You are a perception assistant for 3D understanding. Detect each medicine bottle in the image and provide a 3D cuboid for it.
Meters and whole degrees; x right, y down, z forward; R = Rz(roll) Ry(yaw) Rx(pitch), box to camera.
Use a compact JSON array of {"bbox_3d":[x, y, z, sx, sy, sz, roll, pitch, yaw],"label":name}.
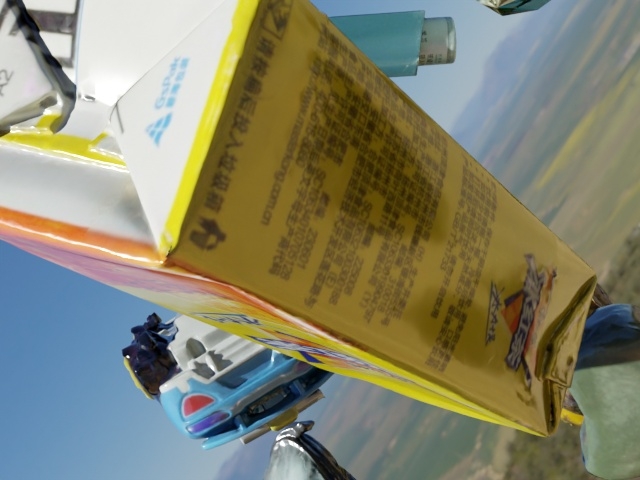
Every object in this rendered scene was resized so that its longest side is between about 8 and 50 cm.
[{"bbox_3d":[0.047,-0.271,1.453,0.079,0.258,0.124,88,-179,-68],"label":"medicine bottle"}]

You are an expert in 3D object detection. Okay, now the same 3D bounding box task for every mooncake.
[{"bbox_3d":[0.303,0.154,1.124,0.104,0.168,0.175,-79,0,-71],"label":"mooncake"}]

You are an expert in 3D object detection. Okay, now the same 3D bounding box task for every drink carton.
[{"bbox_3d":[0.000,0.000,0.520,0.351,0.154,0.111,32,-106,-54],"label":"drink carton"}]

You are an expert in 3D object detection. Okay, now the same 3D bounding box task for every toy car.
[{"bbox_3d":[-0.074,0.107,1.085,0.198,0.166,0.314,-30,5,-6],"label":"toy car"}]

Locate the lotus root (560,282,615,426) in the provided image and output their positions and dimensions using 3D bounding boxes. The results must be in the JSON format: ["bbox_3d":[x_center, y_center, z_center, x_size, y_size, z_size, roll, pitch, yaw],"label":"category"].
[{"bbox_3d":[0.303,0.110,1.560,0.179,0.397,0.196,-26,-31,-18],"label":"lotus root"}]

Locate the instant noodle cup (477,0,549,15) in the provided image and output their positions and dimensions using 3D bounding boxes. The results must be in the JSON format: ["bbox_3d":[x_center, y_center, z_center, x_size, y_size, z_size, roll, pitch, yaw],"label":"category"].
[{"bbox_3d":[0.231,-0.377,1.217,0.178,0.240,0.240,-32,15,41],"label":"instant noodle cup"}]

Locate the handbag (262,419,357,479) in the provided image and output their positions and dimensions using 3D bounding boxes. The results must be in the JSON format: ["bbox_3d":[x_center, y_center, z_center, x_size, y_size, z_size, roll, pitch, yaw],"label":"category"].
[{"bbox_3d":[-0.030,0.367,1.168,0.075,0.191,0.332,0,-62,-47],"label":"handbag"}]
